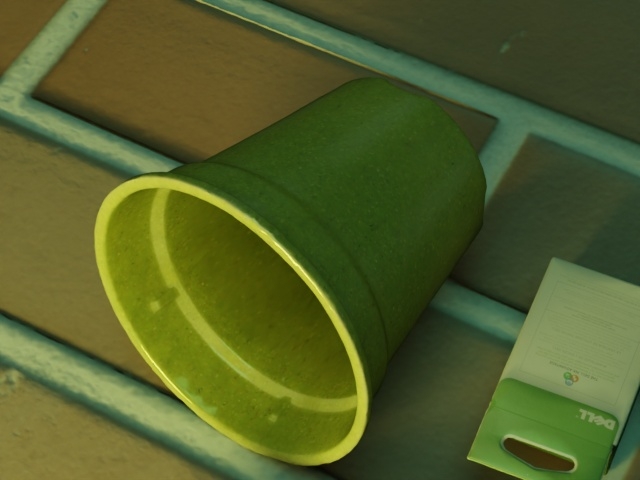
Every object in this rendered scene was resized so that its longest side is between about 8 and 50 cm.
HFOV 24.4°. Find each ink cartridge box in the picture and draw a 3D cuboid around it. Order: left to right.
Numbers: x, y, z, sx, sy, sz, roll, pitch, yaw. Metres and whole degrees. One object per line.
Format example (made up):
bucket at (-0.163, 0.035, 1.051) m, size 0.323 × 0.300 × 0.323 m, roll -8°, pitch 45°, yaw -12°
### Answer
ink cartridge box at (0.208, 0.125, 1.240) m, size 0.109 × 0.062 × 0.209 m, roll 20°, pitch 59°, yaw 14°

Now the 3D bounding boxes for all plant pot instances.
plant pot at (0.000, 0.000, 1.233) m, size 0.276 × 0.276 × 0.254 m, roll 32°, pitch 52°, yaw 21°
